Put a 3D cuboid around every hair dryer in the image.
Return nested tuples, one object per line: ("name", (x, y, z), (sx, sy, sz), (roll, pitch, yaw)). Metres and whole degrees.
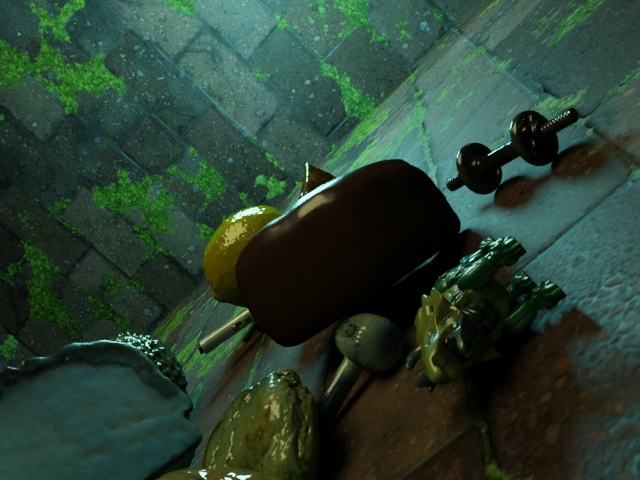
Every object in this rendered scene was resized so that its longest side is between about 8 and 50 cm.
("hair dryer", (-0.175, 0.179, 1.564), (0.236, 0.073, 0.131), (-39, 15, 1))
("hair dryer", (-0.156, 0.207, 1.614), (0.083, 0.026, 0.047), (-47, 8, 22))

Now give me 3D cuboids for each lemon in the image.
("lemon", (-0.165, 0.042, 1.712), (0.288, 0.233, 0.233), (-48, 10, 12))

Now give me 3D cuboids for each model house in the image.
("model house", (-0.398, 0.399, 1.102), (0.360, 0.297, 0.339), (-29, -37, -51))

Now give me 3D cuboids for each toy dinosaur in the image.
("toy dinosaur", (0.153, 0.063, 0.717), (0.153, 0.094, 0.259), (-41, 2, 11))

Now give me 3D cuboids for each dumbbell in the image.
("dumbbell", (0.259, -0.122, 0.979), (0.082, 0.081, 0.254), (-53, 11, -31))

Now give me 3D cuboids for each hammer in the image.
("hammer", (0.027, 0.178, 0.872), (0.194, 0.069, 0.116), (-57, 12, -8))

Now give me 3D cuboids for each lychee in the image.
("lychee", (-0.413, 0.337, 1.547), (0.255, 0.255, 0.274), (-49, 29, -13))

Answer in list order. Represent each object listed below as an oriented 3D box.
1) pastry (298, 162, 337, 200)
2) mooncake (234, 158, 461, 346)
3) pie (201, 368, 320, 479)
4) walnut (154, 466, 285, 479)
("pastry", (0.003, -0.008, 1.348), (0.256, 0.170, 0.237), (-72, 2, -66))
("mooncake", (0.037, 0.008, 1.026), (0.333, 0.174, 0.326), (-34, -6, -15))
("pie", (-0.082, 0.252, 0.840), (0.248, 0.090, 0.201), (-48, 27, 42))
("walnut", (-0.090, 0.287, 0.597), (0.225, 0.193, 0.193), (-22, 25, 46))
